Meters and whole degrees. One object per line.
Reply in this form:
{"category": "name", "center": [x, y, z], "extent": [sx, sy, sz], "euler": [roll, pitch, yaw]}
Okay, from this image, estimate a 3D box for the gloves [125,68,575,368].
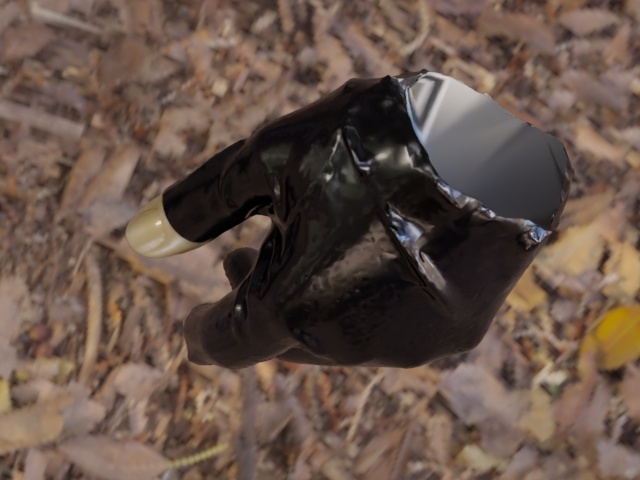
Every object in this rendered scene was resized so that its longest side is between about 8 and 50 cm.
{"category": "gloves", "center": [0.001, 0.004, 0.984], "extent": [0.197, 0.301, 0.152], "euler": [28, 65, -22]}
